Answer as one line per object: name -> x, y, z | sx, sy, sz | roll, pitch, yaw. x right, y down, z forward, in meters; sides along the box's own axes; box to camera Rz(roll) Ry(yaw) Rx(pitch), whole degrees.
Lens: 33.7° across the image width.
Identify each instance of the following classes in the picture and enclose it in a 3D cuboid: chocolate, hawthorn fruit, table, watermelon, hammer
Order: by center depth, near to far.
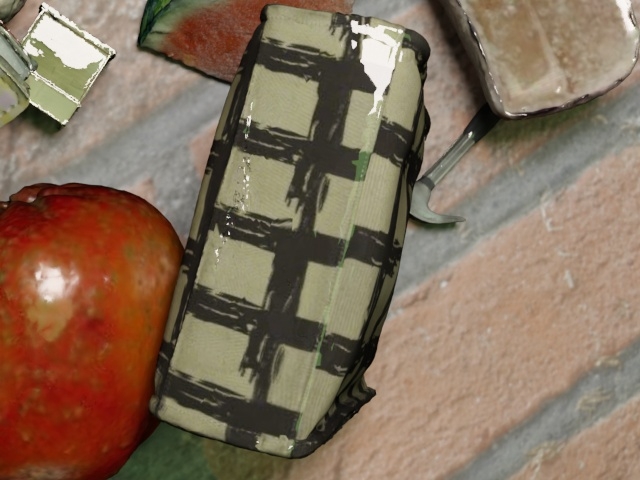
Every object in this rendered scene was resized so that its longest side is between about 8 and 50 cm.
hawthorn fruit -> -0.224, 0.106, 0.887 | 0.254, 0.254, 0.300 | -13, 105, -16
table -> -0.242, -0.155, 0.957 | 0.079, 0.062, 0.083 | 33, 82, -16
watermelon -> -0.065, -0.206, 0.987 | 0.207, 0.136, 0.202 | -32, 95, 1
chocolate -> 0.193, -0.270, 1.067 | 0.185, 0.100, 0.303 | -22, 89, -12
hammer -> 0.170, -0.116, 1.108 | 0.246, 0.029, 0.103 | -45, 104, -12

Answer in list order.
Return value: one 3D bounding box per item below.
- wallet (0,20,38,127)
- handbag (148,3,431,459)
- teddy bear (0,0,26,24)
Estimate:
wallet -> -0.401, -0.112, 0.834 | 0.309, 0.077, 0.223 | -33, 121, 18
handbag -> 0.000, 0.000, 0.899 | 0.162, 0.327, 0.325 | 15, 88, 13
teddy bear -> -0.364, -0.272, 0.871 | 0.267, 0.151, 0.236 | 13, 95, -22
